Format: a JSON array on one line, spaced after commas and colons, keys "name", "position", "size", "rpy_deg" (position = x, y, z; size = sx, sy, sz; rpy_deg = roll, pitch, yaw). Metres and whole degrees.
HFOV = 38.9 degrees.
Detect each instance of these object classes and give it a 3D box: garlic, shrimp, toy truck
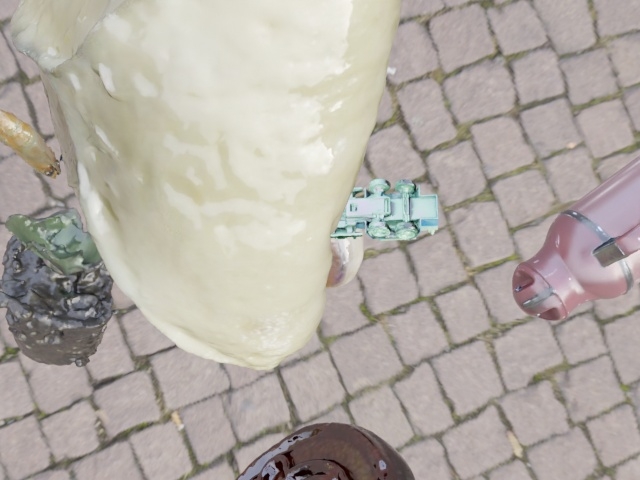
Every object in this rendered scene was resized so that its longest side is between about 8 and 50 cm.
[{"name": "garlic", "position": [0.007, -0.006, 1.511], "size": [0.129, 0.198, 0.090], "rpy_deg": [9, 44, 19]}, {"name": "shrimp", "position": [-0.404, -0.134, 1.215], "size": [0.101, 0.190, 0.042], "rpy_deg": [20, 74, 27]}, {"name": "toy truck", "position": [0.034, -0.019, 0.935], "size": [0.175, 0.081, 0.067], "rpy_deg": [-3, 62, 8]}]

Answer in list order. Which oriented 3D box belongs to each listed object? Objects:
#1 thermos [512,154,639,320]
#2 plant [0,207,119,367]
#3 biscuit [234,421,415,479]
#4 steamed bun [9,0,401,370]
[{"name": "thermos", "position": [0.348, -0.022, 0.954], "size": [0.330, 0.136, 0.109], "rpy_deg": [-36, 120, -6]}, {"name": "plant", "position": [-0.297, 0.051, 1.041], "size": [0.142, 0.203, 0.131], "rpy_deg": [2, 46, -6]}, {"name": "biscuit", "position": [-0.041, 0.439, 1.311], "size": [0.407, 0.407, 0.091], "rpy_deg": [-48, 116, -5]}, {"name": "steamed bun", "position": [-0.074, -0.068, 0.399], "size": [0.110, 0.212, 0.231], "rpy_deg": [-13, 130, -32]}]
